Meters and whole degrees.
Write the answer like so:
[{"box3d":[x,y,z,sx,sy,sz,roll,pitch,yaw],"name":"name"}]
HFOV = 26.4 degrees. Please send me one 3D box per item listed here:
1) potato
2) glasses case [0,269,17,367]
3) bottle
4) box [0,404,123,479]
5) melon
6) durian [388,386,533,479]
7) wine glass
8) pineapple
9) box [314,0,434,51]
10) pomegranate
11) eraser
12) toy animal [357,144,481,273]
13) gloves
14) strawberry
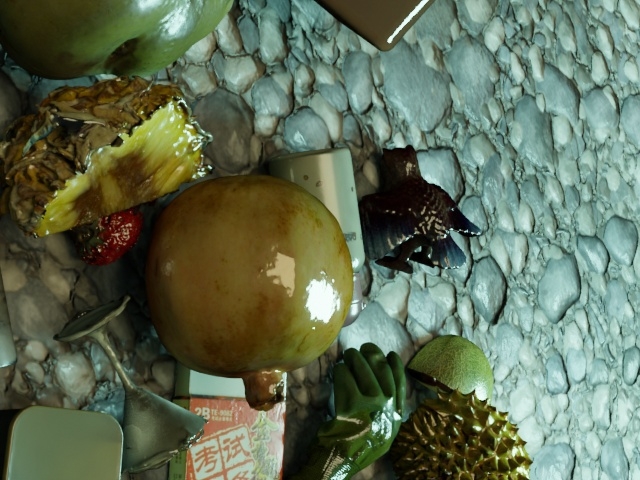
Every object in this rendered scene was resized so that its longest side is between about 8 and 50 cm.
[{"box3d":[-0.223,-0.288,1.530,0.351,0.218,0.202,-13,57,-49],"name":"potato"},{"box3d":[-0.393,-0.006,1.439,0.114,0.060,0.299,-11,92,-41],"name":"glasses case"},{"box3d":[0.000,0.000,1.772,0.110,0.110,0.233,-8,91,-43],"name":"bottle"},{"box3d":[-0.301,0.281,1.471,0.144,0.090,0.201,11,77,-42],"name":"box"},{"box3d":[0.209,0.196,1.964,0.160,0.079,0.128,44,59,-30],"name":"melon"},{"box3d":[0.190,0.327,1.866,0.138,0.183,0.249,-17,94,-64],"name":"durian"},{"box3d":[-0.219,0.161,1.553,0.122,0.122,0.183,-36,105,-39],"name":"wine glass"},{"box3d":[-0.253,-0.122,1.493,0.161,0.158,0.334,42,42,19],"name":"pineapple"},{"box3d":[0.018,-0.430,1.708,0.339,0.239,0.229,35,97,-35],"name":"box"},{"box3d":[-0.082,0.062,1.591,0.252,0.229,0.270,36,48,-63],"name":"pomegranate"},{"box3d":[-0.113,0.256,1.684,0.157,0.038,0.230,9,79,-42],"name":"eraser"},{"box3d":[0.141,-0.046,1.904,0.218,0.116,0.179,-10,93,-37],"name":"toy animal"},{"box3d":[0.041,0.249,1.792,0.135,0.107,0.268,76,35,-51],"name":"gloves"},{"box3d":[-0.245,-0.016,1.569,0.096,0.083,0.083,-36,109,-44],"name":"strawberry"}]
